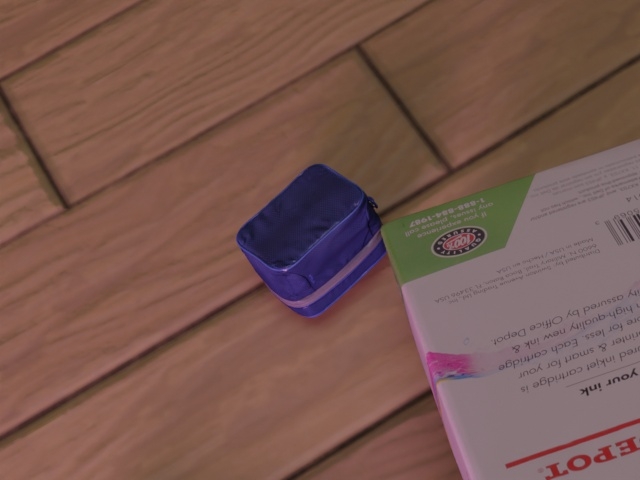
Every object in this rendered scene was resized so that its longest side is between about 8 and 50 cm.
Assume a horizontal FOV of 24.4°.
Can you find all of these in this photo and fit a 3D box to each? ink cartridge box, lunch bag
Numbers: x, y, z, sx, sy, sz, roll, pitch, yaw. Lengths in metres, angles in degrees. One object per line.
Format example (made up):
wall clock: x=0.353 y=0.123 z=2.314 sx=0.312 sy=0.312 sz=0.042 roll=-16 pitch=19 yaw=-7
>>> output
ink cartridge box: x=0.176 y=0.098 z=0.828 sx=0.207 sy=0.119 sz=0.353 roll=-18 pitch=35 yaw=2
lunch bag: x=0.000 y=0.000 z=1.026 sx=0.098 sy=0.065 sz=0.067 roll=-41 pitch=45 yaw=-11
